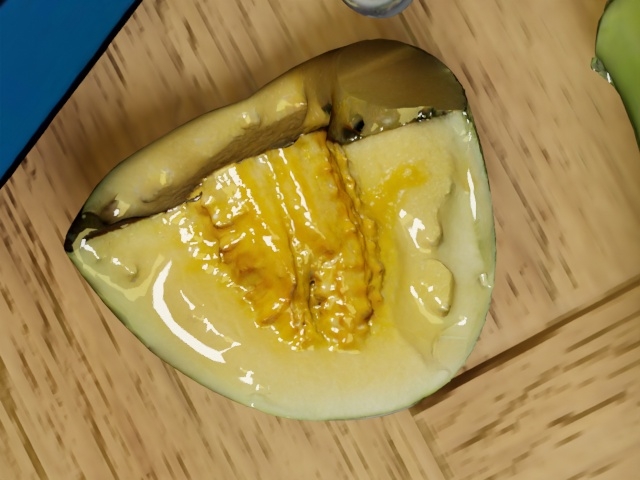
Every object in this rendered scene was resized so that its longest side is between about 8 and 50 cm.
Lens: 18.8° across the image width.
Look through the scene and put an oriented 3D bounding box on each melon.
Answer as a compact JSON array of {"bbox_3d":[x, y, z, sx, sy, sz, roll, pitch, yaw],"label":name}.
[{"bbox_3d":[0.000,0.000,0.710,0.160,0.079,0.128,-18,106,20],"label":"melon"}]

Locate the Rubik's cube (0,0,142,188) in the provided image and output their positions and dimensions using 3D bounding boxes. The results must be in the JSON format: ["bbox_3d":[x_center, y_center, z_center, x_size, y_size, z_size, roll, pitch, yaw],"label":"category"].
[{"bbox_3d":[-0.202,-0.149,0.647,0.250,0.246,0.248,33,85,15],"label":"Rubik's cube"}]

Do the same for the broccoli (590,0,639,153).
[{"bbox_3d":[0.168,0.046,0.628,0.165,0.145,0.304,-46,63,57],"label":"broccoli"}]

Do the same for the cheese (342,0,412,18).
[{"bbox_3d":[0.097,-0.189,0.648,0.286,0.082,0.163,-41,78,20],"label":"cheese"}]
